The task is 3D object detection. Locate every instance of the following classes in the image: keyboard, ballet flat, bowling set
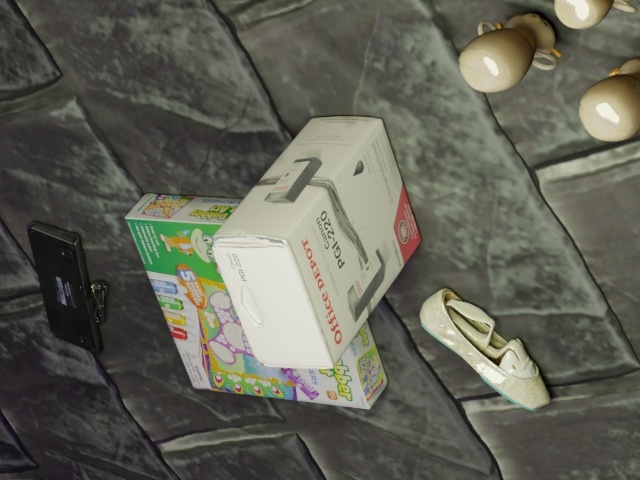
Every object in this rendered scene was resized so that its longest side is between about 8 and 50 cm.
[{"bbox_3d":[-0.294,0.061,2.185,0.108,0.023,0.180,20,136,29],"label":"keyboard"},{"bbox_3d":[0.176,0.112,1.875,0.168,0.057,0.052,36,128,3],"label":"ballet flat"},{"bbox_3d":[0.279,-0.178,1.512,0.287,0.154,0.200,29,119,13],"label":"bowling set"}]

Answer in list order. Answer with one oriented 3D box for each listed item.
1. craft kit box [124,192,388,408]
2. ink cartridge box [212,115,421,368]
[{"bbox_3d":[-0.070,0.067,2.009,0.247,0.061,0.250,1,126,31],"label":"craft kit box"},{"bbox_3d":[0.000,0.000,1.777,0.092,0.218,0.158,2,127,34],"label":"ink cartridge box"}]
